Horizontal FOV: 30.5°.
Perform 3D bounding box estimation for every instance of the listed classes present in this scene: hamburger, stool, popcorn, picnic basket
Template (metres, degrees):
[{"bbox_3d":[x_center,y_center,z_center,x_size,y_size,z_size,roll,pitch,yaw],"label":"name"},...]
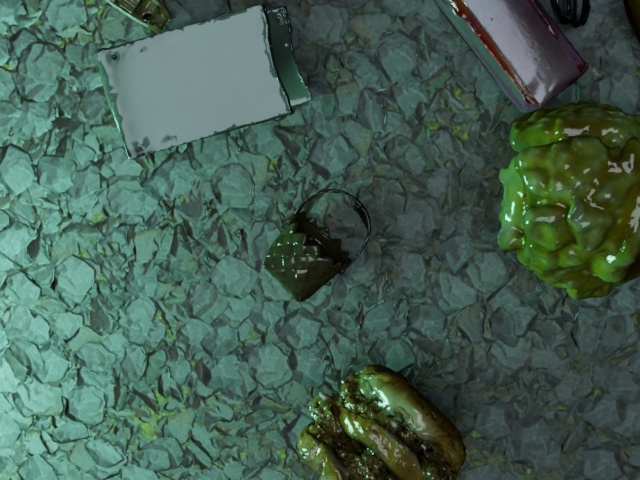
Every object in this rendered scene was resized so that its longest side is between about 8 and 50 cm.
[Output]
[{"bbox_3d":[0.108,0.338,1.887,0.211,0.260,0.245,-47,124,-2],"label":"hamburger"},{"bbox_3d":[-0.172,-0.249,1.813,0.269,0.243,0.170,-14,99,10],"label":"stool"},{"bbox_3d":[0.399,-0.066,1.756,0.274,0.335,0.279,-19,75,21],"label":"popcorn"},{"bbox_3d":[0.000,0.000,1.890,0.178,0.138,0.128,-43,95,13],"label":"picnic basket"}]

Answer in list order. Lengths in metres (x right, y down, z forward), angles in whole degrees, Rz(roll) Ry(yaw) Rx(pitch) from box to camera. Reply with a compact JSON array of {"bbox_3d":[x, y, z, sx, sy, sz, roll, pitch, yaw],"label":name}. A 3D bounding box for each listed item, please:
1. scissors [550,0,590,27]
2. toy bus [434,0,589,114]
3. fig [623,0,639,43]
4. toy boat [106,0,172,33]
[{"bbox_3d":[0.382,-0.477,1.794,0.022,0.109,0.300,1,91,41],"label":"scissors"},{"bbox_3d":[0.276,-0.339,1.795,0.127,0.147,0.303,-37,95,6],"label":"toy bus"},{"bbox_3d":[0.525,-0.330,1.765,0.145,0.170,0.274,7,119,22],"label":"fig"},{"bbox_3d":[-0.325,-0.407,1.891,0.206,0.072,0.064,37,104,0],"label":"toy boat"}]
